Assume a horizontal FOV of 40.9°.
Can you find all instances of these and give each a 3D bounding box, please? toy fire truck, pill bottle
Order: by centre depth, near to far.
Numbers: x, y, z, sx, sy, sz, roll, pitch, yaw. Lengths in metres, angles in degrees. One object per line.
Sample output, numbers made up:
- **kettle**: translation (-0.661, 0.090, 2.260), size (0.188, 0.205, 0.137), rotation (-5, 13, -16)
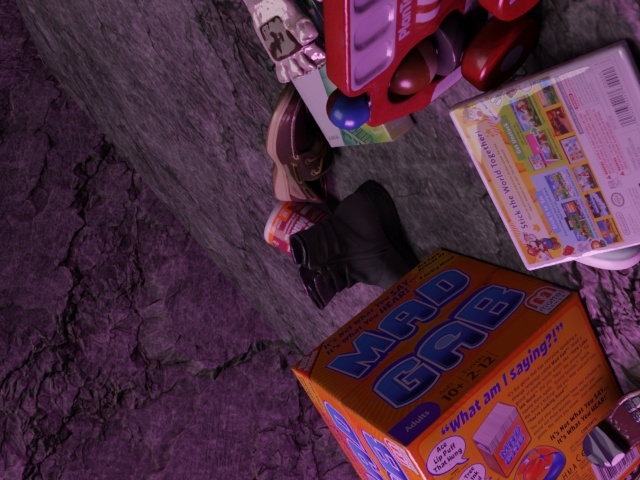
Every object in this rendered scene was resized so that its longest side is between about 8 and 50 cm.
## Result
- **toy fire truck**: translation (0.102, -0.239, 0.924), size (0.169, 0.254, 0.302), rotation (46, 162, 21)
- **pill bottle**: translation (0.000, 0.000, 1.840), size (0.221, 0.121, 0.121), rotation (29, 156, 16)

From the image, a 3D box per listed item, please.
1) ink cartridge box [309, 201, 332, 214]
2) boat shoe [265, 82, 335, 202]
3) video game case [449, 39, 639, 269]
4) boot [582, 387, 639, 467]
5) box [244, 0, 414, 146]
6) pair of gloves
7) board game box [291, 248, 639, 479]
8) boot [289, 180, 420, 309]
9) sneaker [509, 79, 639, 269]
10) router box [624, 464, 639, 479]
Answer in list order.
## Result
- **ink cartridge box**: translation (-0.025, -0.067, 1.973), size (0.145, 0.045, 0.179), rotation (27, 147, 56)
- **boat shoe**: translation (-0.028, -0.176, 1.681), size (0.123, 0.123, 0.342), rotation (17, 150, 10)
- **video game case**: translation (0.283, -0.085, 0.963), size (0.206, 0.026, 0.227), rotation (-17, 112, 36)
- **boot**: translation (0.480, 0.246, 1.252), size (0.082, 0.106, 0.219), rotation (52, 135, 14)
- **box**: translation (0.004, -0.301, 1.396), size (0.322, 0.058, 0.232), rotation (57, 162, -16)
- **pair of gloves**: translation (-0.015, -0.343, 1.238), size (0.240, 0.042, 0.204), rotation (-9, 117, 40)
- **board game box**: translation (0.243, 0.284, 1.433), size (0.356, 0.357, 0.356), rotation (21, 145, 60)
- **boot**: translation (0.072, 0.068, 1.678), size (0.118, 0.223, 0.338), rotation (24, 148, 56)
- **sneaker**: translation (0.294, -0.080, 1.023), size (0.256, 0.094, 0.151), rotation (45, 159, 18)
- **router box**: translation (0.495, 0.417, 1.447), size (0.038, 0.122, 0.092), rotation (17, 141, 56)
